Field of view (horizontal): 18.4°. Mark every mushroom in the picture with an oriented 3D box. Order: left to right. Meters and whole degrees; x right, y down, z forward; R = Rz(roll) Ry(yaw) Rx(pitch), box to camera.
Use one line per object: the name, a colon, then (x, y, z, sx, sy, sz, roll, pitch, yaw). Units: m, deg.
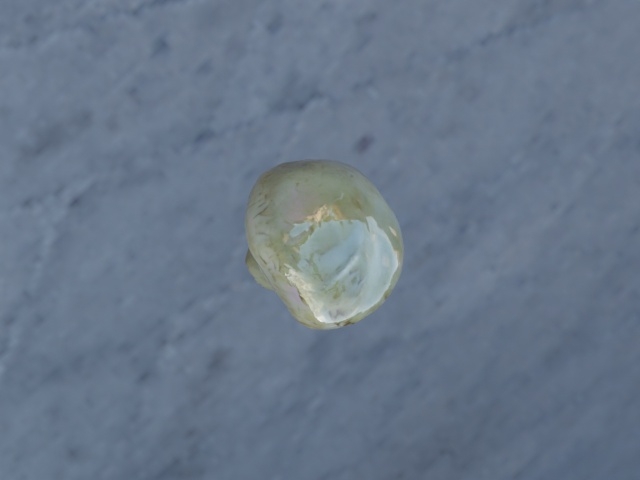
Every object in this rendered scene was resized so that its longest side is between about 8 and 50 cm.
mushroom: (0.000, 0.000, 1.534, 0.112, 0.148, 0.148, -26, 171, 38)
